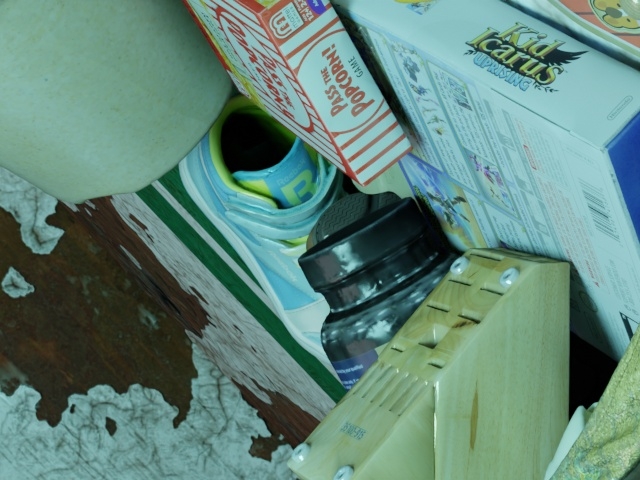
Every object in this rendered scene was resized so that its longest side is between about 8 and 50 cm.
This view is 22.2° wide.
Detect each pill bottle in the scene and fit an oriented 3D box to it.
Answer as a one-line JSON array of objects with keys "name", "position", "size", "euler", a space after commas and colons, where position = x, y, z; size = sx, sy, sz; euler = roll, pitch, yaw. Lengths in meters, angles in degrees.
[{"name": "pill bottle", "position": [0.076, 0.086, 1.153], "size": [0.219, 0.122, 0.123], "euler": [61, 165, -5]}]

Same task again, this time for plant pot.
[{"name": "plant pot", "position": [-0.225, -0.195, 1.212], "size": [0.334, 0.334, 0.305], "euler": [32, 173, 43]}]

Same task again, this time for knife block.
[{"name": "knife block", "position": [0.112, 0.176, 1.048], "size": [0.242, 0.276, 0.088], "euler": [45, 168, -22]}]

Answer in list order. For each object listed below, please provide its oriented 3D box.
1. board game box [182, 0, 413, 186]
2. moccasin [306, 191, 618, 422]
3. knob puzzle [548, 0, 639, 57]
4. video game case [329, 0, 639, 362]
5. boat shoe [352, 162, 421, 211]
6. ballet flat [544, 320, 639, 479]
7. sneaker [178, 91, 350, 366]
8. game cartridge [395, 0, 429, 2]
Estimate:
[{"name": "board game box", "position": [-0.031, -0.133, 1.069], "size": [0.193, 0.045, 0.147], "euler": [41, 166, 54]}, {"name": "moccasin", "position": [0.146, 0.101, 1.299], "size": [0.380, 0.139, 0.147], "euler": [33, 156, 10]}, {"name": "knob puzzle", "position": [0.122, -0.154, 0.810], "size": [0.213, 0.030, 0.213], "euler": [42, 166, 13]}, {"name": "video game case", "position": [0.136, -0.041, 1.028], "size": [0.244, 0.061, 0.269], "euler": [34, 162, 40]}, {"name": "boat shoe", "position": [0.070, -0.053, 1.243], "size": [0.133, 0.042, 0.049], "euler": [18, 125, 61]}, {"name": "ballet flat", "position": [0.195, 0.113, 0.938], "size": [0.123, 0.123, 0.348], "euler": [41, 131, 20]}, {"name": "sneaker", "position": [0.000, 0.000, 1.424], "size": [0.319, 0.127, 0.208], "euler": [44, 168, 1]}, {"name": "game cartridge", "position": [0.052, -0.235, 0.617], "size": [0.285, 0.053, 0.324], "euler": [3, 140, 49]}]
